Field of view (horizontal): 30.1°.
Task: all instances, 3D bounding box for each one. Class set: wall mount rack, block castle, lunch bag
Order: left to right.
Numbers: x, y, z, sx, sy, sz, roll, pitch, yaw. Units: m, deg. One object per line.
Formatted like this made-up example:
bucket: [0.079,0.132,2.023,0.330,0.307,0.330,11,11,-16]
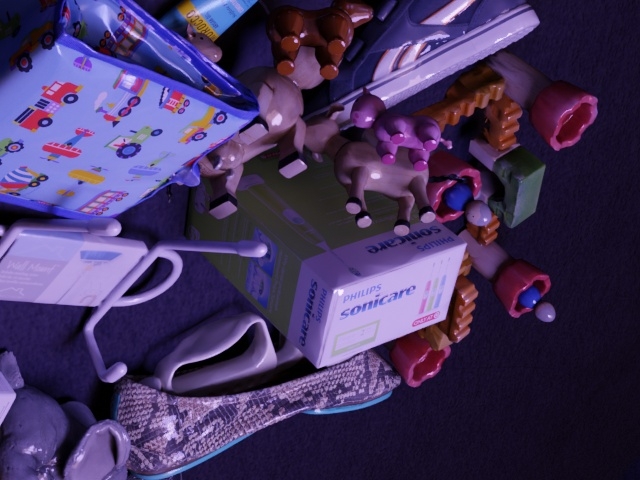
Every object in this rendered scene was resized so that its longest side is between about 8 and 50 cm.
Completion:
wall mount rack: [-0.246,0.042,1.308,0.350,0.130,0.304,8,136,-48]
lunch bag: [-0.216,-0.115,1.149,0.221,0.138,0.293,-34,141,25]
block castle: [0.213,-0.011,1.664,0.303,0.213,0.453,-30,147,-24]

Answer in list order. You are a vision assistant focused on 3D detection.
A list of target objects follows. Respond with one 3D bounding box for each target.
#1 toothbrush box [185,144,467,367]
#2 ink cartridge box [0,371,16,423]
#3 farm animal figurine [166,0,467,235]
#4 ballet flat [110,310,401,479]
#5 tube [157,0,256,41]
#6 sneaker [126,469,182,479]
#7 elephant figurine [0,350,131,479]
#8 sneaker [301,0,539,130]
toothbrush box: [0.000,0.000,1.442,0.206,0.283,0.122,-18,132,-36]
ink cartridge box: [-0.416,0.162,1.321,0.122,0.088,0.052,13,115,-49]
farm animal figurine: [-0.032,-0.143,1.336,0.327,0.172,0.330,-16,135,12]
ballet flat: [-0.073,0.180,1.651,0.483,0.164,0.182,-13,110,-36]
tube: [-0.102,-0.271,1.305,0.207,0.052,0.080,-41,137,2]
sneaker: [-0.283,0.362,1.608,0.227,0.087,0.130,-27,164,-21]
elephant figurine: [-0.307,0.270,1.462,0.239,0.169,0.186,13,127,-37]
sneaker: [0.100,-0.243,1.479,0.321,0.127,0.126,-28,180,6]
